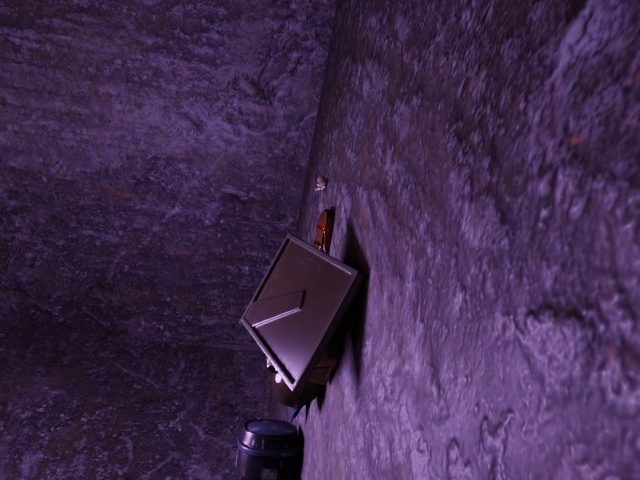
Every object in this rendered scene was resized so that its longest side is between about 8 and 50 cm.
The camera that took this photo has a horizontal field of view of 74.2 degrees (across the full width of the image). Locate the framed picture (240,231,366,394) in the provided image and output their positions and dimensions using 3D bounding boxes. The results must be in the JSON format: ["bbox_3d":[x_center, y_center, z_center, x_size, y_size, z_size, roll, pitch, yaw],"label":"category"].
[{"bbox_3d":[-0.075,0.168,1.172,0.326,0.028,0.446,-61,29,-1],"label":"framed picture"}]

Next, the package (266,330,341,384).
[{"bbox_3d":[-0.030,0.238,1.268,0.165,0.221,0.311,-48,28,38],"label":"package"}]

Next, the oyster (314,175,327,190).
[{"bbox_3d":[-0.001,-0.258,1.966,0.083,0.080,0.038,39,-153,-61],"label":"oyster"}]

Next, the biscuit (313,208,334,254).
[{"bbox_3d":[-0.002,0.000,1.729,0.262,0.052,0.277,-114,33,-76],"label":"biscuit"}]

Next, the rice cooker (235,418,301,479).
[{"bbox_3d":[-0.201,0.821,1.614,0.267,0.267,0.225,136,141,-78],"label":"rice cooker"}]

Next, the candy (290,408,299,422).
[{"bbox_3d":[-0.082,0.536,1.690,0.331,0.077,0.187,-98,25,-63],"label":"candy"}]

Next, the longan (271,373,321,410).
[{"bbox_3d":[-0.076,0.455,1.374,0.189,0.189,0.189,-172,90,-83],"label":"longan"}]
